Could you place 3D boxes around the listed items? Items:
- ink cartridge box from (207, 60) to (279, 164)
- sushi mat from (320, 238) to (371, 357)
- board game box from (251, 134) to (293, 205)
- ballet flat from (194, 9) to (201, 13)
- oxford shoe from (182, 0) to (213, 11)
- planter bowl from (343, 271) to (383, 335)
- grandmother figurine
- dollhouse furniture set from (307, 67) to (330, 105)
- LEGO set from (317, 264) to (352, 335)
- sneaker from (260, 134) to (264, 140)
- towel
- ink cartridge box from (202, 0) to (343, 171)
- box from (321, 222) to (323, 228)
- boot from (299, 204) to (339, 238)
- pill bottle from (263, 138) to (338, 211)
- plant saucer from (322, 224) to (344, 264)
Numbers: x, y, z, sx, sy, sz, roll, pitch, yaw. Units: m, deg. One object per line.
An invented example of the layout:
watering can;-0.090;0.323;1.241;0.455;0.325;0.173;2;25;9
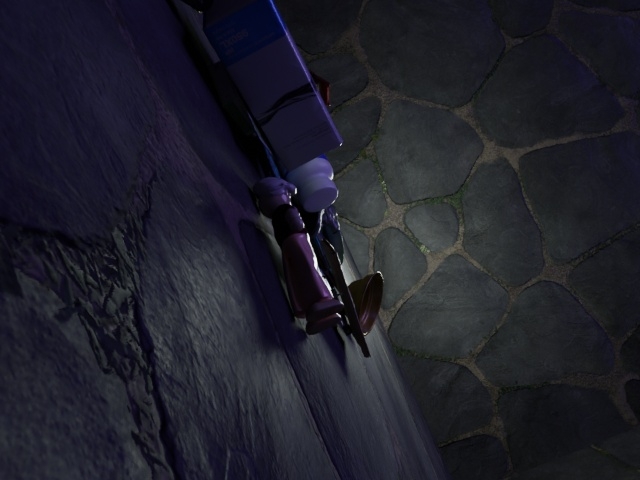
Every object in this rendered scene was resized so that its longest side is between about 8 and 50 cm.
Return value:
ink cartridge box;-0.187;-0.304;1.291;0.171;0.056;0.235;48;19;-71
sushi mat;0.066;0.153;1.422;0.151;0.019;0.317;-127;-163;-73
board game box;-0.133;-0.187;1.459;0.126;0.026;0.186;49;18;-69
ballet flat;-0.360;-0.731;1.430;0.073;0.067;0.206;-108;172;-55
oxford shoe;-0.330;-0.577;1.111;0.096;0.083;0.227;34;-2;28
planter bowl;0.130;0.201;1.742;0.217;0.090;0.217;-39;135;-55
grandmother figurine;-0.056;0.006;1.059;0.208;0.104;0.342;107;-36;-55
dollhouse furniture set;-0.075;-0.470;2.056;0.152;0.201;0.374;40;-19;21
LEGO set;0.034;0.141;1.465;0.182;0.060;0.244;59;6;-50
sneaker;-0.144;-0.361;1.642;0.252;0.111;0.103;54;13;-65
towel;0.000;0.000;1.786;0.370;0.040;0.271;67;6;30
ink cartridge box;-0.117;-0.412;1.296;0.395;0.166;0.285;58;8;-35
box;-0.024;-0.103;2.091;0.162;0.029;0.116;-84;149;-81
boot;0.009;-0.070;1.657;0.161;0.083;0.247;41;29;-33
pill bottle;-0.054;-0.221;1.563;0.272;0.152;0.152;61;3;27
plant saucer;0.037;0.004;1.966;0.195;0.037;0.195;168;-90;-76
